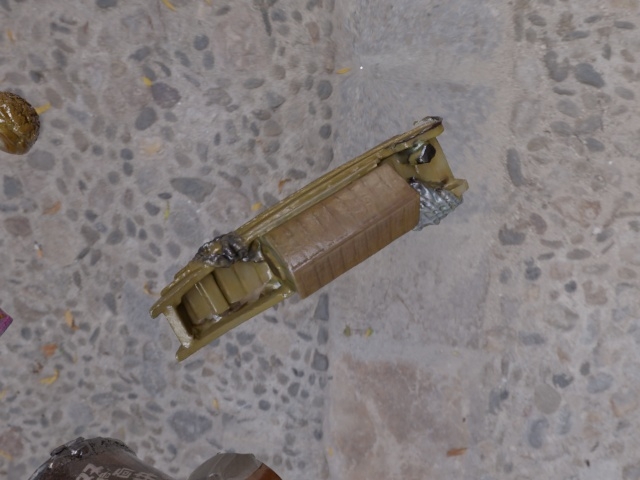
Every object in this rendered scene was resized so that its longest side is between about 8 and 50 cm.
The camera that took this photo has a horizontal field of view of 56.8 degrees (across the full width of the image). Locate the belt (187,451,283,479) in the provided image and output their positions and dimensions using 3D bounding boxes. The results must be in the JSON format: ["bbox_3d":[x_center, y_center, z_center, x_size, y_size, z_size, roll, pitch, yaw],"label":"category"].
[{"bbox_3d":[-0.173,0.506,1.118,0.261,0.105,0.184,-37,90,38],"label":"belt"}]

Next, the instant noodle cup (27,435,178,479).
[{"bbox_3d":[-0.217,0.356,0.673,0.208,0.217,0.217,6,109,32],"label":"instant noodle cup"}]

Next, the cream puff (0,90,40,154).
[{"bbox_3d":[-0.625,-0.241,1.190,0.126,0.144,0.103,35,67,-8],"label":"cream puff"}]

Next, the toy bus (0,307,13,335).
[{"bbox_3d":[-0.772,0.142,1.227,0.274,0.090,0.112,9,142,29],"label":"toy bus"}]

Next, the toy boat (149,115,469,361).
[{"bbox_3d":[0.000,0.000,0.749,0.446,0.162,0.135,-31,108,-12],"label":"toy boat"}]
